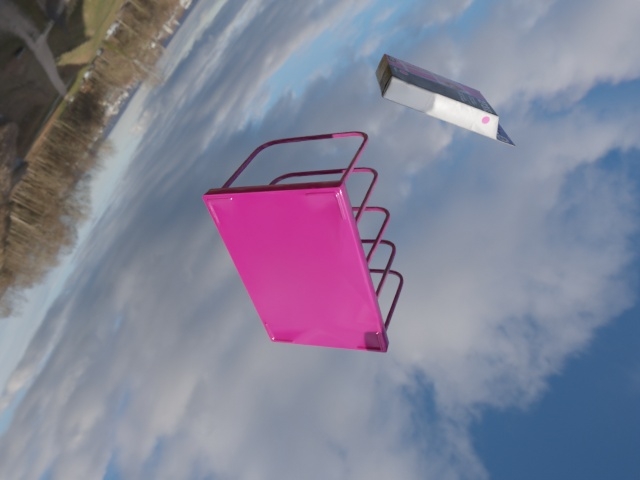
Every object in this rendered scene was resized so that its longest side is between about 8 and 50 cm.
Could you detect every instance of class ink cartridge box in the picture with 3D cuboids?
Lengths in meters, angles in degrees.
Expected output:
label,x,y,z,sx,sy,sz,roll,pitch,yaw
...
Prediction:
label,x,y,z,sx,sy,sz,roll,pitch,yaw
ink cartridge box,0.321,-0.352,1.203,0.176,0.370,0.069,-90,-157,-53

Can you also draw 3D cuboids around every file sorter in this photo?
label,x,y,z,sx,sy,sz,roll,pitch,yaw
file sorter,0.000,0.000,0.739,0.202,0.291,0.182,0,-142,26
